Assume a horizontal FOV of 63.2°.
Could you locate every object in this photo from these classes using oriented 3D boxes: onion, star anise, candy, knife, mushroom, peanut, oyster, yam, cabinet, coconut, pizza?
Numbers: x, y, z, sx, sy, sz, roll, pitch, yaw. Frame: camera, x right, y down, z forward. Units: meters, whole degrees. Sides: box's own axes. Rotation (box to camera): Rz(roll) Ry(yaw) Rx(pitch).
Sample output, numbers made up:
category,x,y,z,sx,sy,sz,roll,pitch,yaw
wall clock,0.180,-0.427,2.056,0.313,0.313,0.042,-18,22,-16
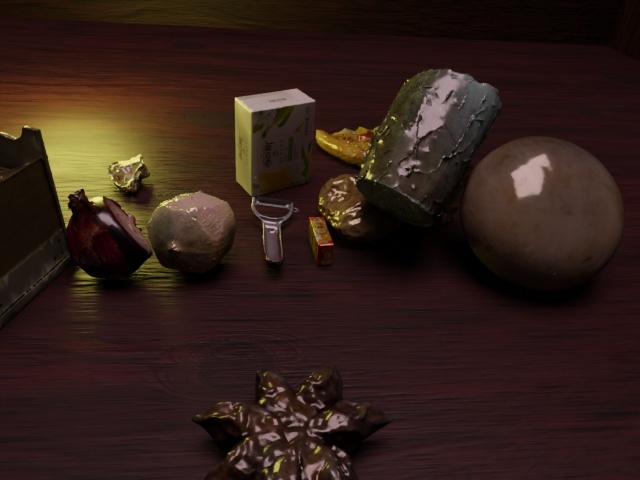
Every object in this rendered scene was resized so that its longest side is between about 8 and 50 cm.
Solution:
category,x,y,z,sx,sy,sz,roll,pitch,yaw
onion,-0.463,-0.018,1.078,0.140,0.218,0.195,-32,55,-2
star anise,-0.028,0.300,0.753,0.315,0.108,0.315,-1,28,0
candy,0.000,0.000,1.233,0.038,0.062,0.122,-4,35,-11
knife,-0.106,-0.012,1.248,0.123,0.053,0.278,4,35,-9
mushroom,0.497,-0.055,1.206,0.362,0.294,0.362,2,72,-5
peanut,0.094,-0.086,1.328,0.196,0.110,0.233,-19,40,-23
oyster,-0.530,-0.184,1.449,0.105,0.056,0.177,-21,41,-22
yam,0.243,-0.214,1.203,0.241,0.241,0.348,23,72,25
cabinet,-0.675,-0.036,0.984,0.227,0.318,0.290,11,35,10
coconut,-0.279,-0.016,1.127,0.194,0.194,0.194,3,34,-2
pizza,0.145,-0.335,1.728,0.280,0.075,0.287,27,40,28

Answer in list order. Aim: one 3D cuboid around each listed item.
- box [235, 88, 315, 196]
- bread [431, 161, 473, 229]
category,x,y,z,sx,sy,sz,roll,pitch,yaw
box,-0.128,-0.270,1.440,0.194,0.260,0.111,-19,45,-28
bread,0.260,-0.176,1.417,0.114,0.185,0.274,-18,41,-35
